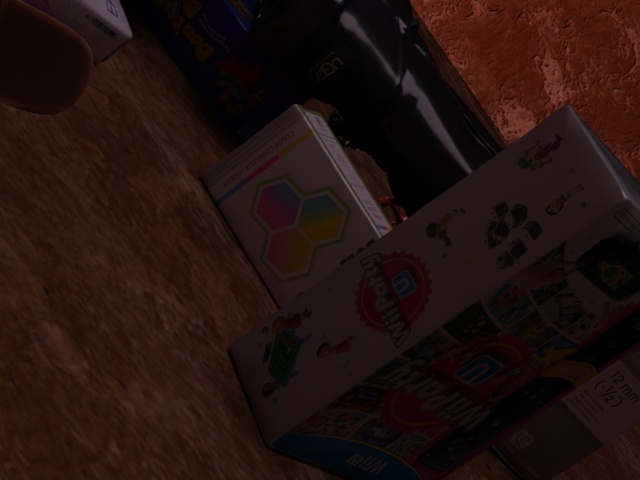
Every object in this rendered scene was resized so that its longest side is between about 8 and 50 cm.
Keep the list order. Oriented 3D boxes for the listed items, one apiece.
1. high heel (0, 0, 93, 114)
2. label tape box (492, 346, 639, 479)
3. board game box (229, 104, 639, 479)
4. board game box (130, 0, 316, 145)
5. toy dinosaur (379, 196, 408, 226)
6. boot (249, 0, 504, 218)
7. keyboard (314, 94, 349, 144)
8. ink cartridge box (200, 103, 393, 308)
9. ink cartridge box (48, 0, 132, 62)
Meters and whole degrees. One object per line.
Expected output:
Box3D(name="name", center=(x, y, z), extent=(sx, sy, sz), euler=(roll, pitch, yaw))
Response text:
Box3D(name="high heel", center=(-0.303, -0.186, 0.728), extent=(0.377, 0.127, 0.181), euler=(37, 0, -43))
Box3D(name="label tape box", center=(0.319, 0.075, 1.469), extent=(0.115, 0.347, 0.249), euler=(44, 19, -29))
Box3D(name="board game box", center=(0.119, 0.060, 1.001), extent=(0.224, 0.303, 0.097), euler=(32, 27, -52))
Box3D(name="board game box", center=(-0.131, -0.273, 1.395), extent=(0.347, 0.078, 0.233), euler=(53, 16, -4))
Box3D(name="toy dinosaur", center=(0.099, -0.016, 1.554), extent=(0.047, 0.090, 0.082), euler=(-128, -153, -64))
Box3D(name="boot", center=(0.131, -0.130, 1.417), extent=(0.445, 0.146, 0.367), euler=(46, 31, -16))
Box3D(name="keyboard", center=(0.013, -0.206, 1.765), extent=(0.201, 0.033, 0.317), euler=(57, 17, 11))
Box3D(name="ink cartridge box", center=(0.000, 0.000, 1.143), extent=(0.209, 0.109, 0.062), euler=(58, 17, 14))
Box3D(name="ink cartridge box", center=(-0.262, -0.276, 1.081), extent=(0.224, 0.045, 0.223), euler=(33, 26, -52))
